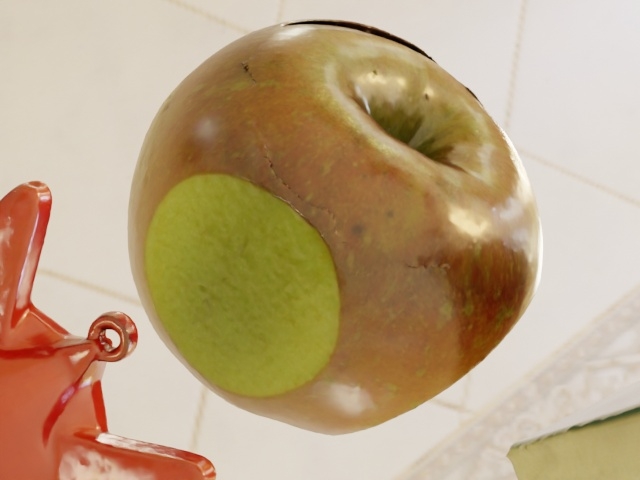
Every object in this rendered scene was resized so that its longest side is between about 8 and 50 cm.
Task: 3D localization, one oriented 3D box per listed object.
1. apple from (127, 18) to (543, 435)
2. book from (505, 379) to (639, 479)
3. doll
[{"bbox_3d":[0.002,-0.003,0.613,0.163,0.147,0.146,41,35,10],"label":"apple"},{"bbox_3d":[0.276,-0.003,0.562,0.379,0.264,0.031,-22,85,-27],"label":"book"},{"bbox_3d":[-0.122,0.068,0.489,0.109,0.169,0.057,59,18,5],"label":"doll"}]
